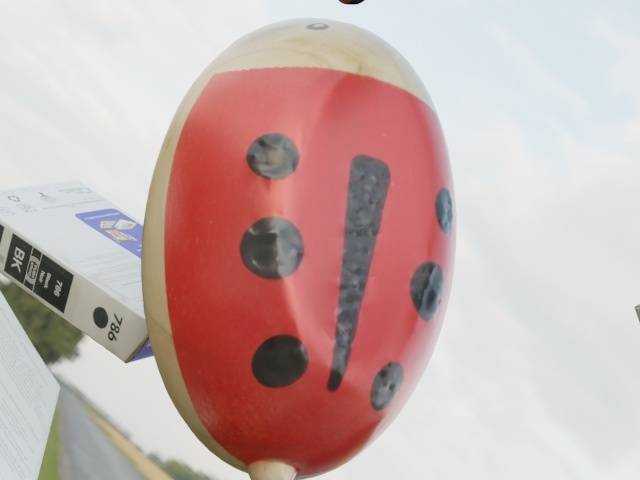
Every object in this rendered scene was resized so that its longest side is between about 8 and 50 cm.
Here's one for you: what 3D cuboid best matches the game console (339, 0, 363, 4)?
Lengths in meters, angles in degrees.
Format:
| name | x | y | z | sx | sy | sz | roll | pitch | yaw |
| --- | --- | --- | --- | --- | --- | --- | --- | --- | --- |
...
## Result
| name | x | y | z | sx | sy | sz | roll | pitch | yaw |
| --- | --- | --- | --- | --- | --- | --- | --- | --- | --- |
| game console | 0.061 | -0.195 | 0.679 | 0.085 | 0.144 | 0.124 | -1 | -7 | -24 |

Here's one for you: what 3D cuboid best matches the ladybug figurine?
| name | x | y | z | sx | sy | sz | roll | pitch | yaw |
| --- | --- | --- | --- | --- | --- | --- | --- | --- | --- |
| ladybug figurine | 0.000 | 0.000 | 1.272 | 0.305 | 0.449 | 0.162 | 13 | -17 | -26 |

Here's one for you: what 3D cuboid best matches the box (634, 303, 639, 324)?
| name | x | y | z | sx | sy | sz | roll | pitch | yaw |
| --- | --- | --- | --- | --- | --- | --- | --- | --- | --- |
| box | 0.288 | 0.134 | 0.826 | 0.159 | 0.044 | 0.233 | -12 | -81 | 57 |

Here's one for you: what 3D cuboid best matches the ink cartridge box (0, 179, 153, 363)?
| name | x | y | z | sx | sy | sz | roll | pitch | yaw |
| --- | --- | --- | --- | --- | --- | --- | --- | --- | --- |
| ink cartridge box | -0.204 | 0.040 | 1.453 | 0.332 | 0.065 | 0.165 | 30 | 23 | 30 |

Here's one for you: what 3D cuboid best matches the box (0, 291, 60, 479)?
| name | x | y | z | sx | sy | sz | roll | pitch | yaw |
| --- | --- | --- | --- | --- | --- | --- | --- | --- | --- |
| box | -0.237 | 0.096 | 0.860 | 0.170 | 0.091 | 0.130 | -98 | 162 | -68 |
